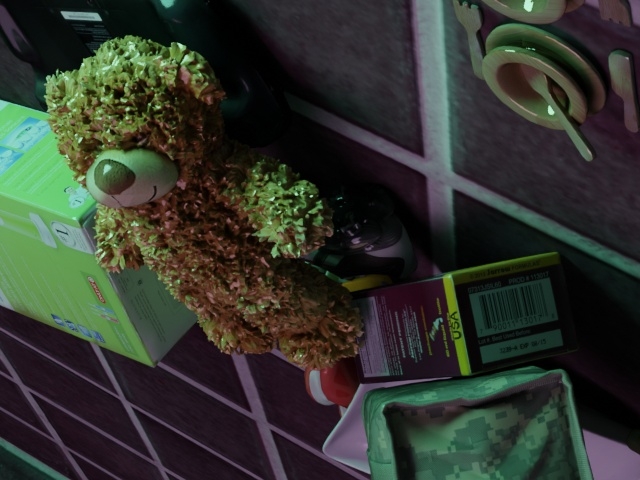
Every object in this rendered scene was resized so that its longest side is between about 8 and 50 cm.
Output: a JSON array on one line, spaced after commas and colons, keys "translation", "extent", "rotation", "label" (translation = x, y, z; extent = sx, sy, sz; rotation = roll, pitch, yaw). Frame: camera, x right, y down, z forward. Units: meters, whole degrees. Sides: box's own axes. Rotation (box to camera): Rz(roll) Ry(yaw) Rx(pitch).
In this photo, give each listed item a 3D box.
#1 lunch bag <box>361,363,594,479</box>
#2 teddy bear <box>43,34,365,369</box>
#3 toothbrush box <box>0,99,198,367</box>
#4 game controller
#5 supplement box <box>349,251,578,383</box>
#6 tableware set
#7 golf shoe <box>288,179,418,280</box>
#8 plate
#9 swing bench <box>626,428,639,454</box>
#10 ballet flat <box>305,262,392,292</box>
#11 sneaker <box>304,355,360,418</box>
[{"translation": [0.128, 0.246, 1.243], "extent": [0.235, 0.168, 0.287], "rotation": [106, 152, -88], "label": "lunch bag"}, {"translation": [-0.094, -0.004, 1.289], "extent": [0.245, 0.113, 0.338], "rotation": [24, 152, 27], "label": "teddy bear"}, {"translation": [-0.264, -0.014, 1.668], "extent": [0.283, 0.122, 0.206], "rotation": [15, 141, 38], "label": "toothbrush box"}, {"translation": [-0.158, -0.154, 1.350], "extent": [0.319, 0.067, 0.166], "rotation": [10, 135, 47], "label": "game controller"}, {"translation": [0.108, 0.065, 1.313], "extent": [0.188, 0.104, 0.081], "rotation": [-16, 85, 64], "label": "supplement box"}, {"translation": [0.124, -0.125, 0.988], "extent": [0.128, 0.039, 0.194], "rotation": [23, 157, 28], "label": "tableware set"}, {"translation": [0.000, 0.000, 1.406], "extent": [0.198, 0.077, 0.094], "rotation": [11, 150, 49], "label": "golf shoe"}, {"translation": [0.159, 0.190, 1.545], "extent": [0.277, 0.045, 0.278], "rotation": [22, 150, -1], "label": "plate"}, {"translation": [0.346, 0.200, 1.194], "extent": [0.254, 0.165, 0.253], "rotation": [14, 155, 11], "label": "swing bench"}, {"translation": [-0.002, 0.058, 1.538], "extent": [0.077, 0.077, 0.231], "rotation": [14, 172, -32], "label": "ballet flat"}, {"translation": [0.073, 0.154, 1.664], "extent": [0.128, 0.087, 0.221], "rotation": [13, 163, 24], "label": "sneaker"}]
